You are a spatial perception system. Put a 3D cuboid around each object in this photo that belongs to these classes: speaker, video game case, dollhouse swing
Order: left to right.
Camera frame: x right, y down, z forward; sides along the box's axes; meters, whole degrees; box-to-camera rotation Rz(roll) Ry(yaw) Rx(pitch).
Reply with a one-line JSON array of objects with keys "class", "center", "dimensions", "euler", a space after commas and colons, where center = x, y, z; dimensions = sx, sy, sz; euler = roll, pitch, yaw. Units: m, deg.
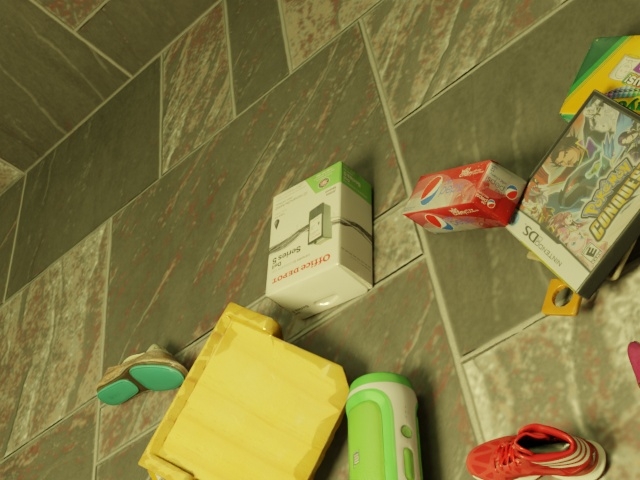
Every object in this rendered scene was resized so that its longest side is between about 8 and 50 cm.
[{"class": "dollhouse swing", "center": [-0.121, 0.352, 1.701], "dimensions": [0.305, 0.315, 0.346], "euler": [25, 72, 10]}, {"class": "speaker", "center": [0.105, 0.368, 1.425], "dimensions": [0.131, 0.131, 0.296], "euler": [-28, 43, 30]}, {"class": "video game case", "center": [0.430, -0.080, 1.398], "dimensions": [0.275, 0.035, 0.248], "euler": [-56, 32, 15]}]

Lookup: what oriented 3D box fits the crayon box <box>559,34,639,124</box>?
[{"class": "crayon box", "center": [0.561, -0.255, 1.470], "dimensions": [0.278, 0.081, 0.165], "euler": [13, 72, 51]}]

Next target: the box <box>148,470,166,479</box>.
[{"class": "box", "center": [-0.319, 0.455, 1.893], "dimensions": [0.136, 0.028, 0.081], "euler": [-50, 37, 0]}]

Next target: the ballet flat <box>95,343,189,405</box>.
[{"class": "ballet flat", "center": [-0.413, 0.301, 2.061], "dimensions": [0.316, 0.107, 0.106], "euler": [-20, 34, 36]}]

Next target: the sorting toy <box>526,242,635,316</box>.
[{"class": "sorting toy", "center": [0.451, -0.025, 1.436], "dimensions": [0.196, 0.047, 0.347], "euler": [16, 74, 55]}]

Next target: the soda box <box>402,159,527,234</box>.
[{"class": "soda box", "center": [0.253, -0.074, 1.587], "dimensions": [0.092, 0.083, 0.263], "euler": [-62, 17, -13]}]

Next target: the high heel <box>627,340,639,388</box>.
[{"class": "high heel", "center": [0.451, 0.252, 1.184], "dimensions": [0.117, 0.082, 0.244], "euler": [-32, 53, 11]}]

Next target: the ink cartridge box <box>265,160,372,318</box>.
[{"class": "ink cartridge box", "center": [0.000, 0.000, 1.841], "dimensions": [0.198, 0.115, 0.272], "euler": [-26, 44, 31]}]

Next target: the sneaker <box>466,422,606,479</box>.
[{"class": "sneaker", "center": [0.287, 0.301, 1.278], "dimensions": [0.221, 0.128, 0.087], "euler": [-18, 49, 37]}]
